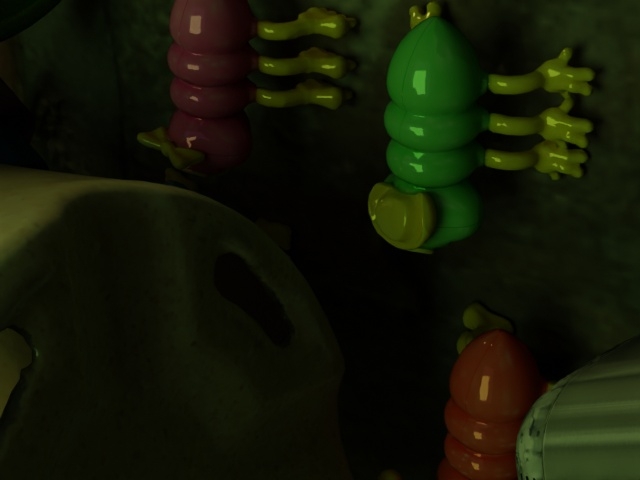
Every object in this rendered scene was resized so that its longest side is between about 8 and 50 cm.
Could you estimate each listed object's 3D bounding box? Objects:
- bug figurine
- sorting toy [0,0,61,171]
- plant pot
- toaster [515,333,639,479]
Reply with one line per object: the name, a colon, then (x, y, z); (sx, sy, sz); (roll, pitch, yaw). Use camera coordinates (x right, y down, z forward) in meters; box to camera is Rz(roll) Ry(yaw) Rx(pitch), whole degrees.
bug figurine: (0.000, 0.000, 0.603); (0.279, 0.072, 0.216); (23, 123, 40)
sorting toy: (-0.108, -0.115, 0.625); (0.126, 0.127, 0.365); (47, 141, 19)
plant pot: (-0.168, 0.093, 0.564); (0.305, 0.334, 0.333); (0, 107, 39)
toaster: (0.154, 0.102, 0.440); (0.146, 0.129, 0.227); (-11, 100, 51)
